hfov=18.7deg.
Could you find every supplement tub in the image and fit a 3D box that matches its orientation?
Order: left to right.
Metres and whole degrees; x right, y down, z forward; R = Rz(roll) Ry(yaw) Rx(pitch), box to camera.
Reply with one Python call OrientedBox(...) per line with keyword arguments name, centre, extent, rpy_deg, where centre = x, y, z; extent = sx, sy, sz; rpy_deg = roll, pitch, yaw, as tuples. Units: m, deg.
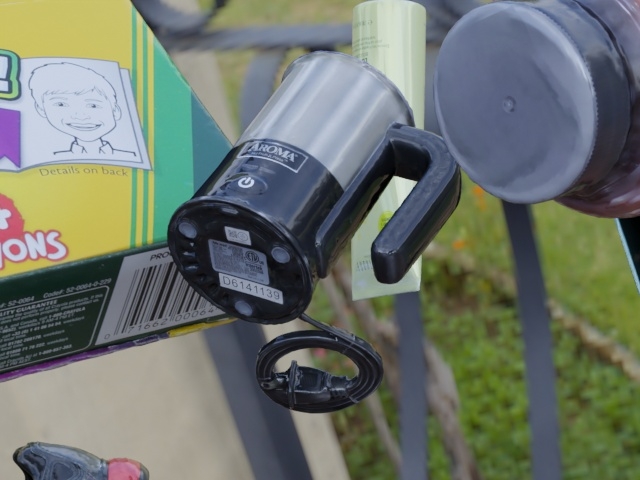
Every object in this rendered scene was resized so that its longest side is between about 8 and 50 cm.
OrientedBox(name="supplement tub", centre=(0.130, -0.069, 0.714), extent=(0.106, 0.106, 0.198), rpy_deg=(16, 24, 41))

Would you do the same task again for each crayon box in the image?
OrientedBox(name="crayon box", centre=(-0.258, -0.057, 1.174), extent=(0.363, 0.106, 0.313), rpy_deg=(-13, 53, -33))

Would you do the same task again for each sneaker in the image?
OrientedBox(name="sneaker", centre=(-0.244, 0.280, 1.536), extent=(0.276, 0.135, 0.097), rpy_deg=(-65, 11, -12))

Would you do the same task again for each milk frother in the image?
OrientedBox(name="milk frother", centre=(0.000, 0.000, 1.049), extent=(0.129, 0.143, 0.135), rpy_deg=(27, 49, 10))

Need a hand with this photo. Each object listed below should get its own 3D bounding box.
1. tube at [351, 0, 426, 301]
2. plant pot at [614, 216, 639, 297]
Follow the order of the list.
OrientedBox(name="tube", centre=(0.054, -0.073, 1.578), extent=(0.062, 0.240, 0.070), rpy_deg=(0, -8, 8))
OrientedBox(name="plant pot", centre=(0.337, 0.000, 1.642), extent=(0.165, 0.166, 0.234), rpy_deg=(-18, 1, 7))
